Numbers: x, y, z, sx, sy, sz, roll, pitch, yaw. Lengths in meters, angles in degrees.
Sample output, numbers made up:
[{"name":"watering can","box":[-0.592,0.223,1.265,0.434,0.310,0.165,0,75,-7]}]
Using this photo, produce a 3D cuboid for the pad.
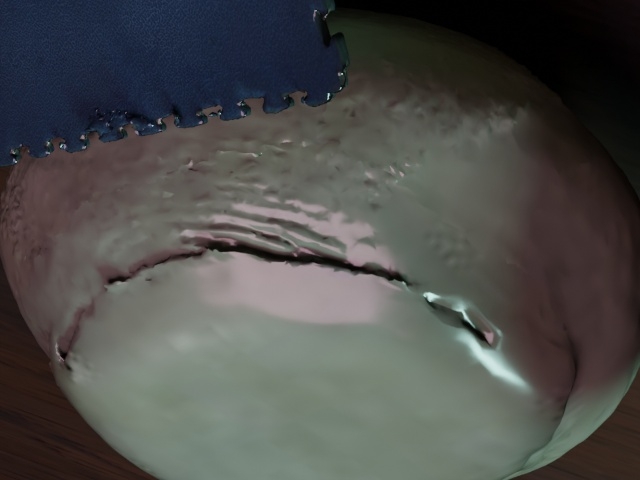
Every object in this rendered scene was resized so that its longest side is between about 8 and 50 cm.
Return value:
[{"name":"pad","box":[-0.127,-0.159,0.565,0.270,0.012,0.269,-5,106,37]}]

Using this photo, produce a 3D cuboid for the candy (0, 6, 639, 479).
[{"name":"candy","box":[0.000,0.000,0.686,0.295,0.185,0.295,7,138,6]}]
